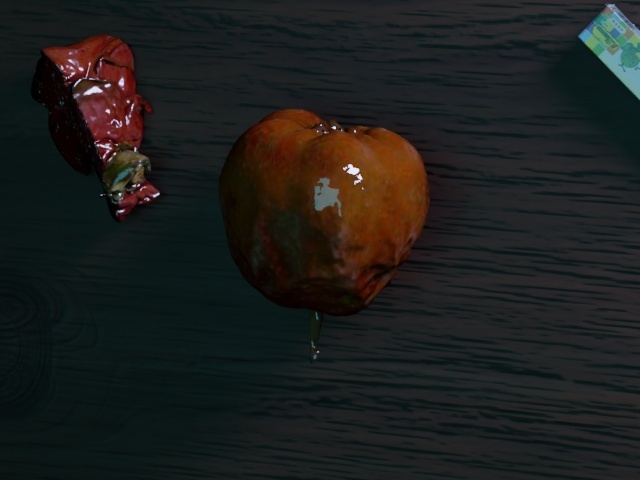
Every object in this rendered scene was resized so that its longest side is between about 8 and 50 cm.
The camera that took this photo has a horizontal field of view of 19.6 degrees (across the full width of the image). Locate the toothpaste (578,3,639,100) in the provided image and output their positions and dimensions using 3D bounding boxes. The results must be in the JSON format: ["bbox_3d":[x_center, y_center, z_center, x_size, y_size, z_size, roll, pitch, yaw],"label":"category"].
[{"bbox_3d":[0.319,-0.156,1.771,0.164,0.034,0.046,47,109,7],"label":"toothpaste"}]

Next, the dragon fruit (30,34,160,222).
[{"bbox_3d":[-0.241,-0.108,1.905,0.122,0.092,0.192,-19,90,17],"label":"dragon fruit"}]

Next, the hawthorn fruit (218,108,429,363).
[{"bbox_3d":[0.000,0.000,1.803,0.207,0.207,0.243,9,102,15],"label":"hawthorn fruit"}]
